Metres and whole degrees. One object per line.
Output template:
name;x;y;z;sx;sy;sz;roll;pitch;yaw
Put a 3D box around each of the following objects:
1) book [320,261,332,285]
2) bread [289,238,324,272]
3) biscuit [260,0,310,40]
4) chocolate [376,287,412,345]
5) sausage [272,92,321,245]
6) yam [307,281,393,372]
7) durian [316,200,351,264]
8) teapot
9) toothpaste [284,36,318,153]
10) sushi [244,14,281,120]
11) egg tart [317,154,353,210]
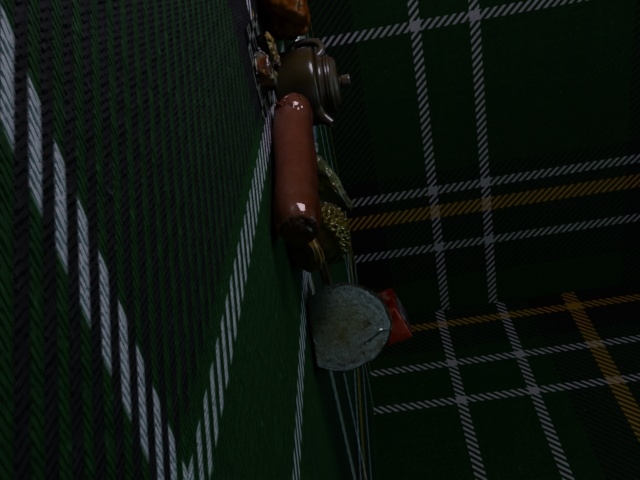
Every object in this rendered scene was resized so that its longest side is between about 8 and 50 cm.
book;0.000;0.000;1.960;0.231;0.026;0.161;75;9;-48
bread;-0.029;0.018;1.384;0.083;0.044;0.110;32;-32;41
biscuit;-0.093;-0.627;1.563;0.318;0.111;0.312;-71;154;-78
chocolate;0.145;0.248;2.046;0.237;0.235;0.108;-73;143;-77
sausage;-0.051;-0.154;1.326;0.094;0.094;0.419;-49;-149;36
yam;0.075;0.201;1.625;0.271;0.202;0.202;93;-10;-84
durian;0.005;-0.014;1.454;0.146;0.102;0.208;47;-27;2
teapot;-0.016;-0.381;1.630;0.185;0.175;0.267;75;8;-66
toothpaste;-0.054;-0.437;1.897;0.099;0.061;0.392;0;81;-60
sushi;-0.103;-0.353;1.363;0.210;0.040;0.192;-86;167;-66
egg tart;0.023;-0.149;1.918;0.197;0.078;0.197;52;8;-10
